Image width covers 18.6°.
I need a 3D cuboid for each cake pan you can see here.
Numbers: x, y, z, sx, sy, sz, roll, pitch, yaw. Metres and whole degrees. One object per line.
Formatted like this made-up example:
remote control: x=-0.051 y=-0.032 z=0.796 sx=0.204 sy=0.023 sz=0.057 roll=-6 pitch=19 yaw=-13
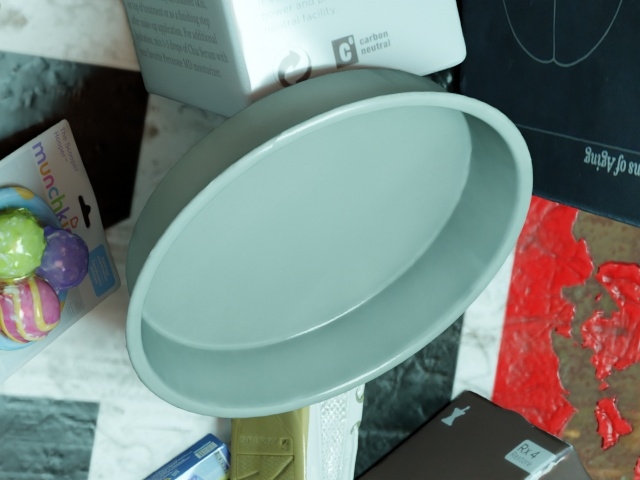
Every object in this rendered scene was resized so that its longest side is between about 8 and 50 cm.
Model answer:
cake pan: x=0.000 y=0.000 z=1.279 sx=0.293 sy=0.054 sz=0.293 roll=-20 pitch=143 yaw=-16

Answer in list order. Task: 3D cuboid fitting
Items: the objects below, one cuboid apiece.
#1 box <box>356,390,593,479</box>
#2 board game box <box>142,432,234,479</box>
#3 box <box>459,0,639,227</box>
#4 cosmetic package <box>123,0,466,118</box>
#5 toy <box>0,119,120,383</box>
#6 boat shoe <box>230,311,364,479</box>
box: x=0.138 y=0.258 z=1.502 sx=0.167 sy=0.168 sz=0.203 roll=-38 pitch=111 yaw=-12
board game box: x=-0.126 y=0.257 z=1.464 sx=0.201 sy=0.035 sz=0.136 roll=-34 pitch=111 yaw=-14
box: x=0.324 y=-0.247 z=1.315 sx=0.297 sy=0.480 sz=0.471 roll=-3 pitch=101 yaw=-23
cosmetic package: x=-0.064 y=-0.320 z=1.277 sx=0.162 sy=0.230 sz=0.453 roll=-19 pitch=108 yaw=-19
toy: x=-0.210 y=0.030 z=1.309 sx=0.237 sy=0.056 sz=0.136 roll=-39 pitch=124 yaw=-43
boat shoe: x=-0.009 y=0.084 z=1.458 sx=0.096 sy=0.098 sz=0.277 roll=4 pitch=91 yaw=-50
